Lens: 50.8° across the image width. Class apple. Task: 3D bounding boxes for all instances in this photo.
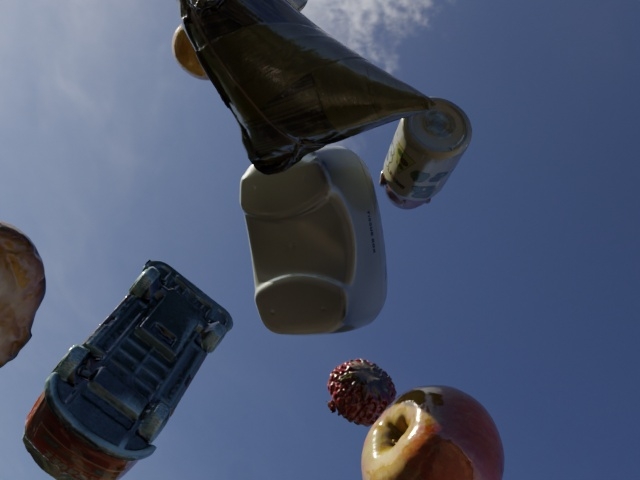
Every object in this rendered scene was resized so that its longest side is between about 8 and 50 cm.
[{"bbox_3d":[0.155,0.301,0.930,0.164,0.209,0.209,41,-48,-14],"label":"apple"}]

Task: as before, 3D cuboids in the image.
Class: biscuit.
[{"bbox_3d":[-0.548,0.097,0.990,0.102,0.296,0.296,30,-55,22],"label":"biscuit"}]

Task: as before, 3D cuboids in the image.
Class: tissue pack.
[{"bbox_3d":[0.000,0.000,1.239,0.229,0.236,0.333,-7,-88,28],"label":"tissue pack"}]

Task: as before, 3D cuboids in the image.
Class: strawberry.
[{"bbox_3d":[0.083,0.288,1.303,0.145,0.145,0.086,27,-63,24],"label":"strawberry"}]

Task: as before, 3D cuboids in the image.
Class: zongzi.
[{"bbox_3d":[-0.027,-0.256,0.854,0.317,0.154,0.289,-9,-62,47],"label":"zongzi"}]

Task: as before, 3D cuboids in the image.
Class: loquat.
[{"bbox_3d":[-0.234,-0.400,1.391,0.141,0.141,0.141,15,-62,31],"label":"loquat"}]

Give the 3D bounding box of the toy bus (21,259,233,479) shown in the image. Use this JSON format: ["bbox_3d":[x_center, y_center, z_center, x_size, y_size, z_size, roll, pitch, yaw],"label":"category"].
[{"bbox_3d":[-0.192,0.134,0.679,0.121,0.265,0.120,39,-65,-8],"label":"toy bus"}]

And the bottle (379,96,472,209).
[{"bbox_3d":[0.172,-0.136,1.182,0.120,0.120,0.253,46,-21,11],"label":"bottle"}]

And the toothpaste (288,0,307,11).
[{"bbox_3d":[-0.127,-0.508,1.145,0.073,0.114,0.299,-14,-38,29],"label":"toothpaste"}]
